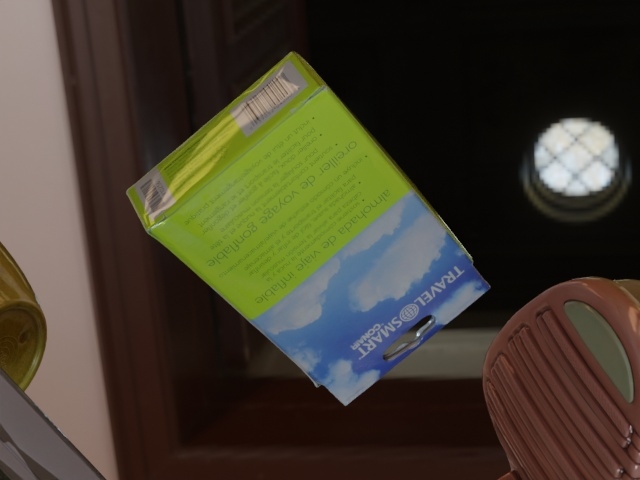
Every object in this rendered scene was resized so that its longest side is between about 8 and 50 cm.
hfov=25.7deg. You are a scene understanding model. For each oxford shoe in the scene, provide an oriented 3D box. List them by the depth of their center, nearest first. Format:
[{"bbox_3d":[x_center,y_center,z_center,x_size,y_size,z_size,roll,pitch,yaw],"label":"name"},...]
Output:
[{"bbox_3d":[0.190,0.127,0.861,0.146,0.397,0.140,-22,-120,-10],"label":"oxford shoe"}]

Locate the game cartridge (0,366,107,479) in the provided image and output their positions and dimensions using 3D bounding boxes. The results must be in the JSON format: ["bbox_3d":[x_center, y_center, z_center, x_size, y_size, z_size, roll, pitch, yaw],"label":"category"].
[{"bbox_3d":[-0.152,0.153,0.563,0.060,0.196,0.294,-44,-174,17],"label":"game cartridge"}]

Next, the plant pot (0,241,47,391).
[{"bbox_3d":[-0.204,0.046,0.748,0.095,0.134,0.134,24,-149,25],"label":"plant pot"}]

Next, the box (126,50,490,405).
[{"bbox_3d":[0.000,0.000,0.706,0.109,0.178,0.042,-39,-137,5],"label":"box"}]
